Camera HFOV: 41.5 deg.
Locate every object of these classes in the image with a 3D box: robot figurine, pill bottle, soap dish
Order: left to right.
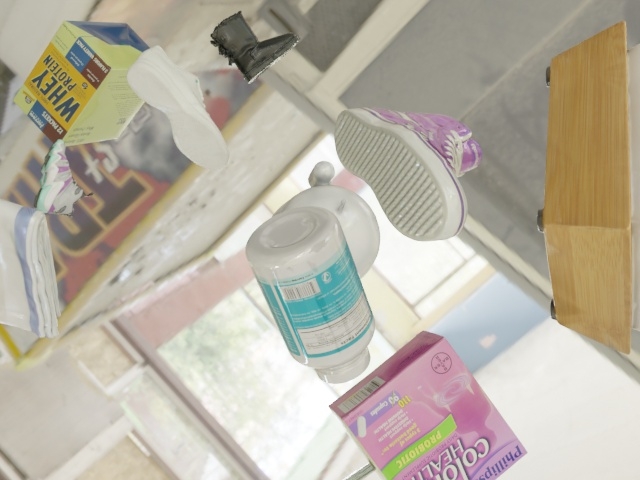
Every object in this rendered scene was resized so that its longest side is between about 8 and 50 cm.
[{"bbox_3d":[-0.004,0.091,1.277,0.146,0.264,0.146,-15,-149,9],"label":"pill bottle"},{"bbox_3d":[0.000,0.000,1.646,0.200,0.299,0.353,-2,176,-10],"label":"robot figurine"},{"bbox_3d":[0.311,-0.056,0.930,0.229,0.118,0.290,65,31,-49],"label":"soap dish"}]

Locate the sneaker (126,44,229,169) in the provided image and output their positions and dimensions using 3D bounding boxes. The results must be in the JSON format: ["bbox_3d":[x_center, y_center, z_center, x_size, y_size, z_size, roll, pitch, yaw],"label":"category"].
[{"bbox_3d":[-0.202,-0.209,1.308,0.080,0.212,0.094,-17,-147,32],"label":"sneaker"}]

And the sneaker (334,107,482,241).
[{"bbox_3d":[0.136,-0.091,0.972,0.282,0.161,0.102,-122,-145,-55],"label":"sneaker"}]

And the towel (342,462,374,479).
[{"bbox_3d":[0.057,0.489,1.704,0.113,0.023,0.152,-27,165,-25],"label":"towel"}]

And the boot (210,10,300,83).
[{"bbox_3d":[-0.105,-0.317,1.329,0.121,0.099,0.045,-40,-176,-8],"label":"boot"}]

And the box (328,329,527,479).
[{"bbox_3d":[0.174,0.311,1.393,0.214,0.243,0.117,-37,-174,-9],"label":"box"}]

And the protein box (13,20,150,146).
[{"bbox_3d":[-0.447,-0.308,1.657,0.201,0.136,0.200,-47,172,24],"label":"protein box"}]

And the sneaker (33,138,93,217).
[{"bbox_3d":[-0.322,-0.076,1.081,0.038,0.069,0.098,-11,-115,57],"label":"sneaker"}]

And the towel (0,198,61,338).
[{"bbox_3d":[-0.427,0.009,0.927,0.209,0.285,0.034,103,3,-47],"label":"towel"}]
